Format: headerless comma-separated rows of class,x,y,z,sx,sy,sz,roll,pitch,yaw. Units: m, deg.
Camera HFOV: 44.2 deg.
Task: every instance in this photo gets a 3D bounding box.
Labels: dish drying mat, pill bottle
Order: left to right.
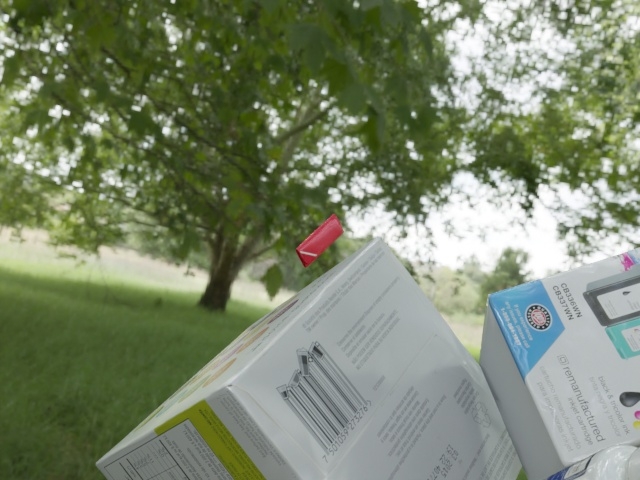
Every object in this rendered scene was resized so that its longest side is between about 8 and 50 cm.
dish drying mat,0.000,0.000,1.065,0.008,0.083,0.032,-1,-55,51
pill bottle,0.181,0.168,0.493,0.067,0.067,0.120,14,-38,-19

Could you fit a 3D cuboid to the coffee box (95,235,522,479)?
coffee box,-0.003,0.268,0.999,0.334,0.338,0.337,-37,2,43

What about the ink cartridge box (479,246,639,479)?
ink cartridge box,0.341,0.143,0.870,0.270,0.198,0.197,-18,-32,-2
